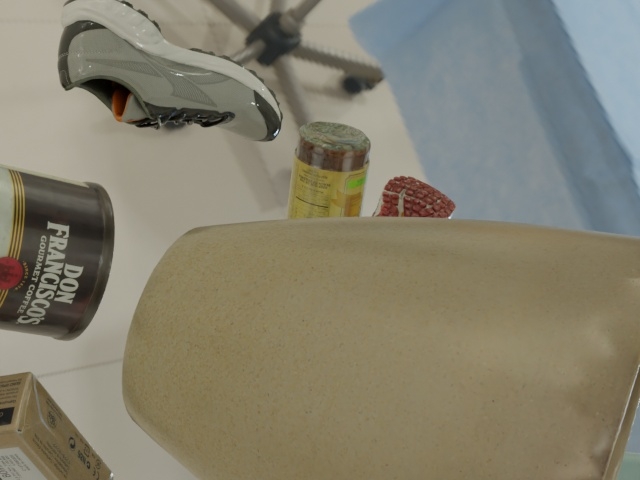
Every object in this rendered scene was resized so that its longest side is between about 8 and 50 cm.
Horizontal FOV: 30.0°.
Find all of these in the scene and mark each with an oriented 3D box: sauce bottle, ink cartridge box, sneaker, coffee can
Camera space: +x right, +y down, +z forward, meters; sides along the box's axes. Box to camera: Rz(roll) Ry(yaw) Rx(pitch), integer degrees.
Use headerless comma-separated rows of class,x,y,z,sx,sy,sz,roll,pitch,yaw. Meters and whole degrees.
sauce bottle,0.000,0.000,1.746,0.111,0.344,0.111,6,29,-3
ink cartridge box,-0.384,0.265,1.420,0.235,0.193,0.088,65,20,-45
sneaker,-0.160,-0.155,1.257,0.271,0.100,0.108,22,68,-34
coffee can,-0.413,0.002,1.420,0.275,0.201,0.201,12,58,-33
sneaker,0.086,-0.004,1.442,0.088,0.093,0.225,34,42,15

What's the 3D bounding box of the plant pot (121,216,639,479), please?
plant pot,0.035,0.087,0.685,0.274,0.256,0.256,17,45,17

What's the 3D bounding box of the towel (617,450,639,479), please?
towel,0.211,0.324,0.955,0.090,0.374,0.320,35,61,-68
